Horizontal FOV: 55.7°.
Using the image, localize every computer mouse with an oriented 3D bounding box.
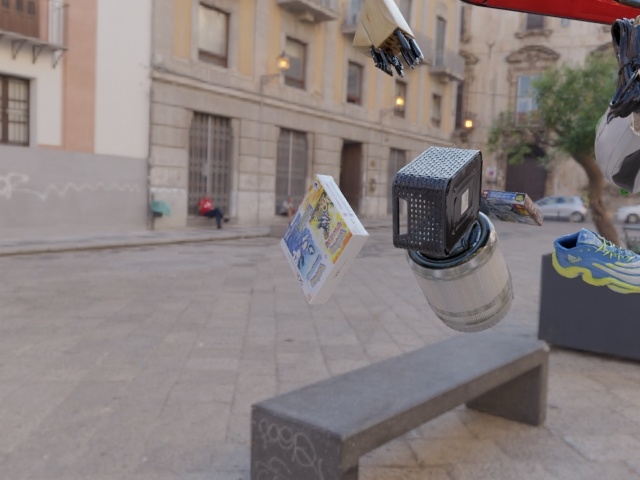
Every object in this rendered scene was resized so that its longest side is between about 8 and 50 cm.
[{"bbox_3d":[0.274,-0.105,0.554,0.042,0.106,0.193,-2,-29,23],"label":"computer mouse"}]

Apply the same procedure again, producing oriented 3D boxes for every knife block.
[{"bbox_3d":[0.221,-0.627,1.808,0.242,0.275,0.088,15,-1,45],"label":"knife block"}]

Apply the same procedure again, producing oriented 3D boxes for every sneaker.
[{"bbox_3d":[0.613,0.041,1.310,0.240,0.091,0.126,5,-35,42],"label":"sneaker"}]

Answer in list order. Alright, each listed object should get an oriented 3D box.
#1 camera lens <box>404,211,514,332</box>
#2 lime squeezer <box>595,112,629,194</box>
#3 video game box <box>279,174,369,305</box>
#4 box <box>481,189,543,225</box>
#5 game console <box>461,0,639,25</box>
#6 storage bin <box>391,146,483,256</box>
[{"bbox_3d":[0.345,0.070,1.496,0.219,0.219,0.274,6,-38,37],"label":"camera lens"},{"bbox_3d":[0.440,-0.130,0.876,0.059,0.109,0.310,-22,-10,25],"label":"lime squeezer"},{"bbox_3d":[0.000,0.000,1.261,0.048,0.205,0.187,1,43,-36],"label":"video game box"},{"bbox_3d":[0.414,-0.069,1.302,0.094,0.027,0.137,11,-11,37],"label":"box"},{"bbox_3d":[0.352,-0.466,0.974,0.342,0.060,0.386,10,49,-5],"label":"game console"},{"bbox_3d":[0.185,-0.065,0.942,0.084,0.122,0.180,10,28,29],"label":"storage bin"}]
